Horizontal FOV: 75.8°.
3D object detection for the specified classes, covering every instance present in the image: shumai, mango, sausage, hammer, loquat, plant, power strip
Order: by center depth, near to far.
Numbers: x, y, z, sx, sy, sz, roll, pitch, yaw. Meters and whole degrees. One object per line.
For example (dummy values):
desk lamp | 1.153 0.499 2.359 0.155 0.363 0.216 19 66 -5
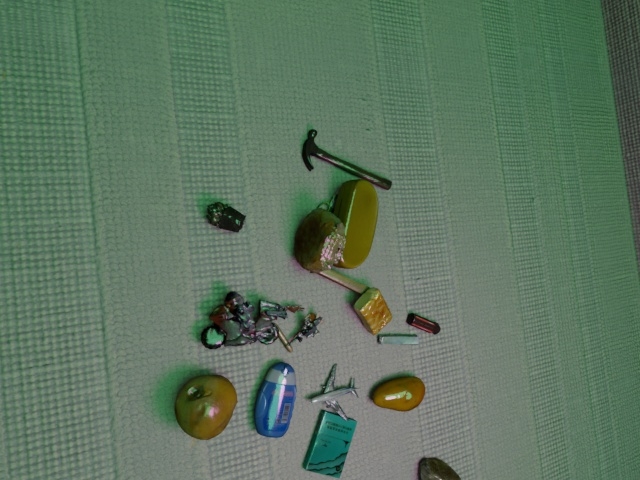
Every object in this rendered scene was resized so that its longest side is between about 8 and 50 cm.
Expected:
loquat | -0.390 0.561 1.406 0.213 0.213 0.213 2 84 -24
plant | -0.352 -0.088 1.519 0.143 0.092 0.094 23 38 0
sausage | -0.147 0.384 1.613 0.024 0.024 0.132 -36 99 -22
power strip | 0.092 0.167 1.715 0.305 0.064 0.044 28 79 -20
mango | 0.338 0.660 1.755 0.253 0.113 0.138 -5 87 -22
hammer | 0.124 -0.321 1.785 0.440 0.044 0.168 19 77 -21
shumai | 0.513 1.061 1.792 0.184 0.184 0.142 20 101 -21

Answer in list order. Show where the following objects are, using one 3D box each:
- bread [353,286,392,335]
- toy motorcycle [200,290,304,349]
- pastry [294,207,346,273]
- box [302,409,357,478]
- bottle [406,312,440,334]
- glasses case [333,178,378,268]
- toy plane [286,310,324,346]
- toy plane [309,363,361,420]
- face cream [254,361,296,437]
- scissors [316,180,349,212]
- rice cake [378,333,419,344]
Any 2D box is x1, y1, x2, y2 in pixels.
bread | 0.221 0.298 1.724 0.125 0.068 0.188 -44 128 -20
toy motorcycle | -0.234 0.286 1.523 0.401 0.134 0.207 1 91 -20
pastry | -0.003 0.005 1.602 0.121 0.236 0.257 18 90 -34
box | 0.041 0.814 1.648 0.161 0.042 0.226 25 76 -19
bottle | 0.473 0.380 1.871 0.164 0.060 0.060 25 76 -21
glasses case | 0.131 -0.063 1.705 0.173 0.141 0.371 18 80 -32
toy plane | -0.057 0.362 1.623 0.188 0.062 0.135 -46 136 -28
toy plane | 0.057 0.621 1.659 0.226 0.058 0.226 -8 77 -18
face cream | -0.165 0.595 1.553 0.149 0.083 0.264 16 79 -23
scissors | 0.067 -0.175 1.756 0.101 0.027 0.204 37 74 -20
rice cake | 0.346 0.438 1.822 0.211 0.034 0.043 6 91 -24
